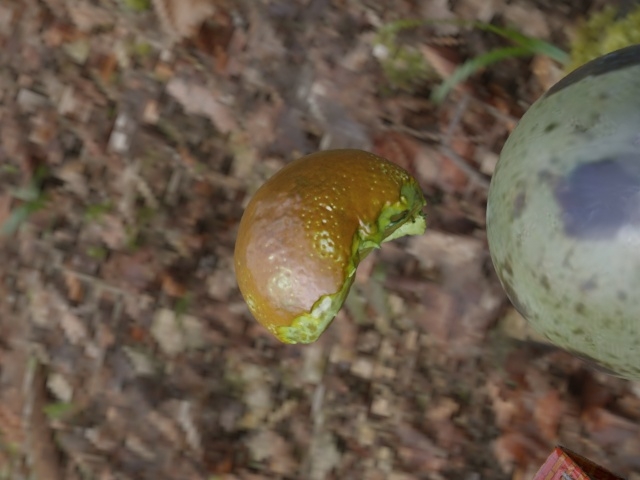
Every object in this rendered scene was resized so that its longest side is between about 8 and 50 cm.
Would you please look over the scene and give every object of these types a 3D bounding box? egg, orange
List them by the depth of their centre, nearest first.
[{"bbox_3d":[0.379,-0.037,1.897,0.428,0.345,0.345,-15,67,12],"label":"egg"},{"bbox_3d":[-0.003,-0.005,2.039,0.158,0.237,0.179,43,149,5],"label":"orange"}]

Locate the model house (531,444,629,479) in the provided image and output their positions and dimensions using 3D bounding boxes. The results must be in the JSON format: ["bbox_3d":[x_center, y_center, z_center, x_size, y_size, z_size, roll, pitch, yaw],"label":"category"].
[{"bbox_3d":[0.200,0.277,1.499,0.154,0.207,0.294,37,99,13],"label":"model house"}]
